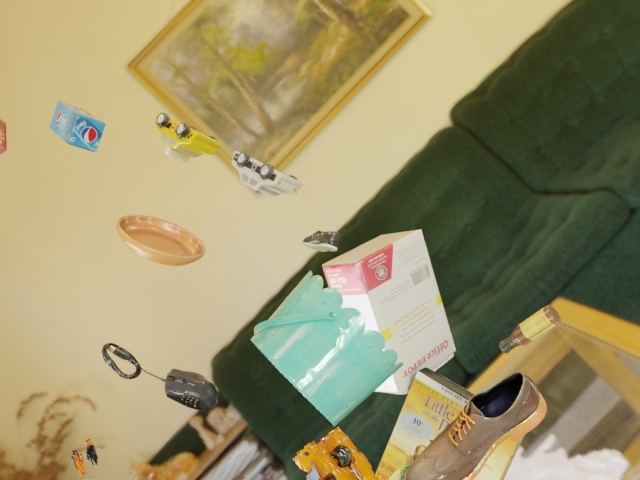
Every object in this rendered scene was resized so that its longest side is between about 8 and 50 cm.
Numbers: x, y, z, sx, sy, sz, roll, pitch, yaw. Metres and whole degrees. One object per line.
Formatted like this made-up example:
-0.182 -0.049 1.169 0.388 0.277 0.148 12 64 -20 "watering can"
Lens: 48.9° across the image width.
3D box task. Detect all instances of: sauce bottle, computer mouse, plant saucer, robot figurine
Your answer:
0.397 0.173 1.348 0.128 0.042 0.042 -41 8 29 "sauce bottle"
-0.299 0.253 1.330 0.041 0.242 0.071 -45 24 43 "computer mouse"
-0.354 0.003 1.552 0.200 0.200 0.037 -68 1 -75 "plant saucer"
0.075 0.552 1.512 0.085 0.291 0.211 -45 -19 24 "robot figurine"

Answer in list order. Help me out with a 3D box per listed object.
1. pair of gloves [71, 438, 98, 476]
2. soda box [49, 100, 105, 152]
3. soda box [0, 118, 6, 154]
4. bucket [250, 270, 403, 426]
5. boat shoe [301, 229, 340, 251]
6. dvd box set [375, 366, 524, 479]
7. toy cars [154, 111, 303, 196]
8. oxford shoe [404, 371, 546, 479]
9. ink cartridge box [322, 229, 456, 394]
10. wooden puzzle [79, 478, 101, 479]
-0.631 0.581 1.885 0.010 0.074 0.083 -15 8 26 "pair of gloves"
-0.560 -0.263 1.617 0.210 0.067 0.071 31 102 53 "soda box"
-0.675 -0.136 1.220 0.263 0.092 0.083 -32 47 9 "soda box"
0.006 0.217 1.398 0.183 0.281 0.281 -44 5 -9 "bucket"
0.001 0.001 1.590 0.133 0.049 0.042 -2 68 60 "boat shoe"
0.318 0.587 1.836 0.062 0.307 0.420 -5 -62 -58 "dvd box set"
-0.230 -0.186 1.651 0.087 0.393 0.176 -64 -1 4 "toy cars"
0.318 0.414 1.534 0.363 0.133 0.130 -38 37 -5 "oxford shoe"
0.198 0.197 1.973 0.279 0.385 0.160 -25 11 -42 "ink cartridge box"
-0.407 0.573 1.440 0.322 0.348 0.080 53 -142 -85 "wooden puzzle"
